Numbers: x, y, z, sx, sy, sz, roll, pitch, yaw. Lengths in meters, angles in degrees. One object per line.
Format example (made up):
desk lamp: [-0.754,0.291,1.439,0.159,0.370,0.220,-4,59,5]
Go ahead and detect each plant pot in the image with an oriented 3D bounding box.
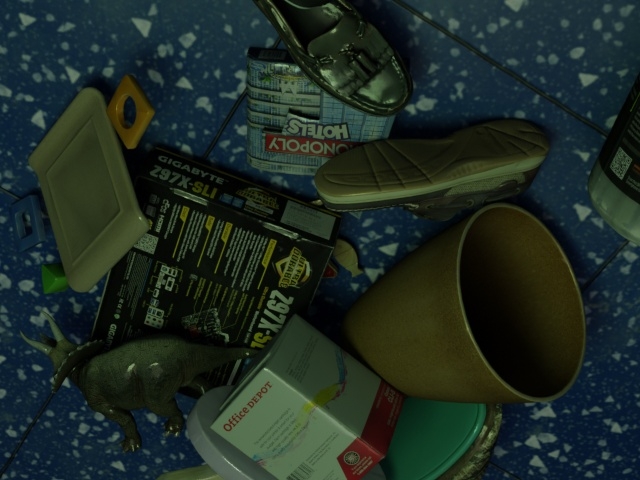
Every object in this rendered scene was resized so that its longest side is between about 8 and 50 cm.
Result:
plant pot: [0.151,0.101,1.442,0.254,0.237,0.237,-21,118,43]

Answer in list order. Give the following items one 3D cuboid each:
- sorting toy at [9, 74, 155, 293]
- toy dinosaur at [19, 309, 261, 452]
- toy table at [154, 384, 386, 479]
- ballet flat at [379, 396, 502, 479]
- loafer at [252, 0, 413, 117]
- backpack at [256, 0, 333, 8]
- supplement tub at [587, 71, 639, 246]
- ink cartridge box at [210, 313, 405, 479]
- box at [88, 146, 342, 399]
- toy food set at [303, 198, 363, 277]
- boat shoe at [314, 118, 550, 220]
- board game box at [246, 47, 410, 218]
sorting toy: [-0.274,-0.061,1.430,0.348,0.047,0.196,-40,66,41]
toy dinosaur: [-0.223,0.175,1.493,0.314,0.121,0.160,-6,135,20]
toy table: [-0.071,0.310,1.497,0.274,0.252,0.161,30,120,-11]
ballet flat: [0.100,0.334,1.639,0.182,0.164,0.483,29,128,-36]
loafer: [-0.005,-0.237,1.288,0.096,0.084,0.267,-45,91,5]
backpack: [-0.018,-0.362,1.159,0.225,0.253,0.191,41,113,-4]
supplement tub: [0.434,-0.146,1.263,0.194,0.193,0.316,17,122,-3]
ink cartridge box: [-0.014,0.204,1.404,0.176,0.127,0.128,38,122,-6]
box: [-0.145,0.066,1.522,0.257,0.079,0.322,19,125,-4]
toy food set: [0.000,0.000,1.509,0.078,0.019,0.122,-16,119,16]
boat shoe: [0.132,-0.067,1.368,0.285,0.103,0.092,-14,131,-17]
board game box: [0.004,-0.125,1.410,0.194,0.060,0.194,5,121,5]
